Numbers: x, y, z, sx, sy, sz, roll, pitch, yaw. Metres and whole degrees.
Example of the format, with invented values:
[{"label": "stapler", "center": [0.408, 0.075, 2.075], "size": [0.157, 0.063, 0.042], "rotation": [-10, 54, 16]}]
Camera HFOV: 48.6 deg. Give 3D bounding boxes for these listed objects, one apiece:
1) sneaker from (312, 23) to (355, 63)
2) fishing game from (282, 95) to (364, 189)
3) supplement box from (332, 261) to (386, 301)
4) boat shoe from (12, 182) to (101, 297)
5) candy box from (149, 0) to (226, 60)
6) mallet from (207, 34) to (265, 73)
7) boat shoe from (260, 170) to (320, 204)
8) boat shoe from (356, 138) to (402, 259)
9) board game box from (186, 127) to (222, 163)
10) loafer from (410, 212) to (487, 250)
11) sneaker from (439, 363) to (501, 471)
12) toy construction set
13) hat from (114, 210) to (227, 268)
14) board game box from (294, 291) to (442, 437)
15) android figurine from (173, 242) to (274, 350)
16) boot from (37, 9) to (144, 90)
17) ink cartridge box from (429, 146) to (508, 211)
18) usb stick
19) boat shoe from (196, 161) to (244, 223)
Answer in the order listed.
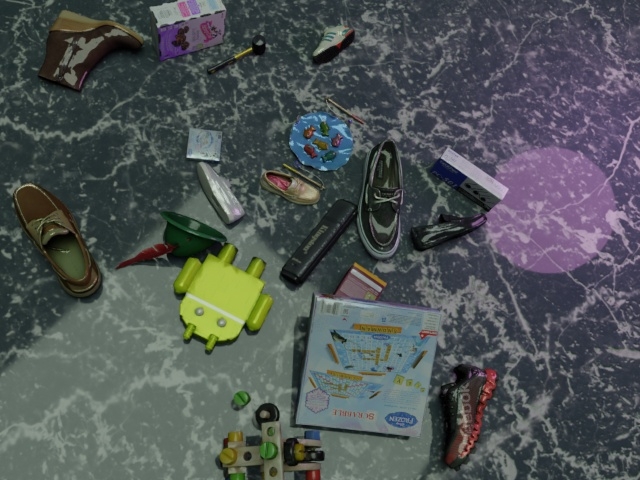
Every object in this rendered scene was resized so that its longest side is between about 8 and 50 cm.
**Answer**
[{"label": "sneaker", "center": [0.025, -0.587, 2.103], "size": [0.161, 0.057, 0.075], "rotation": [-40, 66, -18]}, {"label": "fishing game", "center": [0.005, -0.286, 1.998], "size": [0.189, 0.041, 0.264], "rotation": [34, 69, 0]}, {"label": "supplement box", "center": [0.075, 0.167, 1.834], "size": [0.104, 0.081, 0.188], "rotation": [34, 69, 1]}, {"label": "boat shoe", "center": [-0.645, -0.012, 1.742], "size": [0.122, 0.120, 0.324], "rotation": [-35, 81, -19]}, {"label": "candy box", "center": [-0.367, -0.594, 1.967], "size": [0.196, 0.165, 0.070], "rotation": [-21, 77, -16]}, {"label": "mallet", "center": [-0.238, -0.529, 2.023], "size": [0.189, 0.062, 0.039], "rotation": [-30, 80, -18]}, {"label": "boat shoe", "center": [-0.081, -0.145, 1.923], "size": [0.169, 0.059, 0.063], "rotation": [16, 69, -4]}, {"label": "boat shoe", "center": [0.163, -0.119, 1.927], "size": [0.121, 0.119, 0.336], "rotation": [2, 71, -10]}, {"label": "board game box", "center": [-0.317, -0.259, 1.940], "size": [0.089, 0.020, 0.090], "rotation": [6, 71, -9]}, {"label": "loafer", "center": [0.355, -0.040, 1.958], "size": [0.223, 0.076, 0.078], "rotation": [-20, 84, -12]}, {"label": "sneaker", "center": [0.350, 0.433, 1.785], "size": [0.135, 0.098, 0.276], "rotation": [26, 67, -1]}, {"label": "toy construction set", "center": [-0.145, 0.515, 1.569], "size": [0.257, 0.237, 0.309], "rotation": [17, 77, 15]}, {"label": "hat", "center": [-0.362, 0.038, 1.804], "size": [0.208, 0.173, 0.184], "rotation": [27, 97, 30]}, {"label": "board game box", "center": [0.114, 0.305, 1.738], "size": [0.318, 0.066, 0.318], "rotation": [9, 95, -7]}, {"label": "android figurine", "center": [-0.251, 0.145, 1.797], "size": [0.248, 0.056, 0.273], "rotation": [29, 67, 0]}, {"label": "boot", "center": [-0.629, -0.503, 1.948], "size": [0.248, 0.090, 0.207], "rotation": [15, 81, -7]}, {"label": "ink cartridge box", "center": [0.418, -0.170, 2.003], "size": [0.207, 0.097, 0.046], "rotation": [35, 69, 2]}, {"label": "usb stick", "center": [0.000, 0.000, 1.890], "size": [0.077, 0.045, 0.278], "rotation": [28, 67, 28]}, {"label": "boat shoe", "center": [-0.264, -0.134, 1.886], "size": [0.063, 0.066, 0.184], "rotation": [-28, 77, -29]}]
